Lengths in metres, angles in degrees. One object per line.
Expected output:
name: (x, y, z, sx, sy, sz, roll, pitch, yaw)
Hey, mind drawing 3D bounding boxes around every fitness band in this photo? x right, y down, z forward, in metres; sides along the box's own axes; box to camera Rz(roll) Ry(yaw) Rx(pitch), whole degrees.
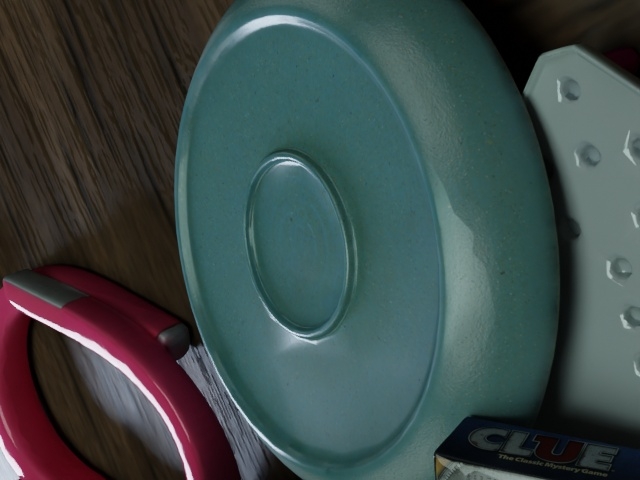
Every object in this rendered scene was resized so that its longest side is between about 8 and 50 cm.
fitness band: (-0.164, 0.132, 0.961, 0.291, 0.054, 0.209, 24, 125, 38)

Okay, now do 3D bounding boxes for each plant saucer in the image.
plant saucer: (0.000, 0.000, 0.693, 0.317, 0.043, 0.318, 21, 116, 52)

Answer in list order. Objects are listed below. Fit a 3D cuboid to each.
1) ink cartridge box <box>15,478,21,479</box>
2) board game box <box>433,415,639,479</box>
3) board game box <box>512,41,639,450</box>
ink cartridge box: (-0.264, 0.304, 1.110, 0.134, 0.078, 0.231, 48, 134, 19)
board game box: (0.137, 0.211, 0.588, 0.165, 0.042, 0.243, 8, 112, 27)
board game box: (0.197, 0.162, 0.605, 0.390, 0.050, 0.390, 41, 132, 27)
